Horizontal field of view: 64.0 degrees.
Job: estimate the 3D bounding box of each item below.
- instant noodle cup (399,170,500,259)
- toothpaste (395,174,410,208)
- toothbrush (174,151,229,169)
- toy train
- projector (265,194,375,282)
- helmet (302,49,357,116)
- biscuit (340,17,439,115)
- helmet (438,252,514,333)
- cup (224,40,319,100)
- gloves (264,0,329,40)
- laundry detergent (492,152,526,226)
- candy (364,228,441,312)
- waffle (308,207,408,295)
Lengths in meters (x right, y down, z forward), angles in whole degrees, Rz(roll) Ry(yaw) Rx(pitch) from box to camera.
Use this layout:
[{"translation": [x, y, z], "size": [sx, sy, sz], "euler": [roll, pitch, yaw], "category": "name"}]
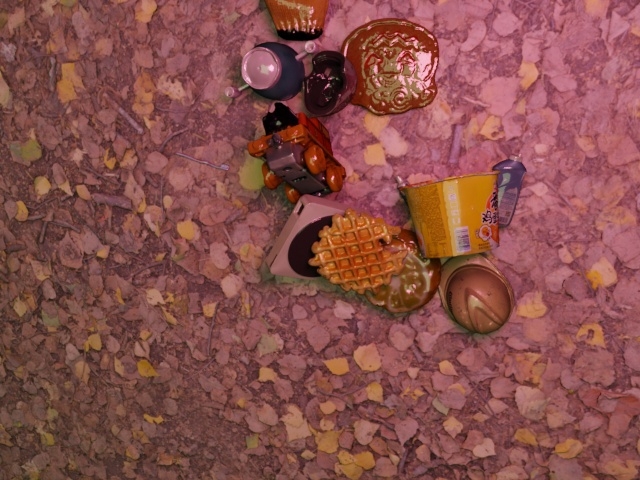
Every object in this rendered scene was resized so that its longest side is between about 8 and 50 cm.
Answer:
[{"translation": [0.358, -0.065, 1.355], "size": [0.264, 0.264, 0.200], "euler": [-10, 91, 17], "category": "instant noodle cup"}, {"translation": [0.276, -0.106, 1.502], "size": [0.057, 0.035, 0.197], "euler": [-28, 97, 35], "category": "toothpaste"}, {"translation": [-0.383, -0.257, 1.647], "size": [0.193, 0.013, 0.019], "euler": [16, 101, 10], "category": "toothbrush"}, {"translation": [-0.051, -0.238, 1.413], "size": [0.163, 0.369, 0.232], "euler": [-17, 72, 18], "category": "toy train"}, {"translation": [0.000, 0.000, 1.501], "size": [0.259, 0.079, 0.257], "euler": [12, 122, -34], "category": "projector"}, {"translation": [0.037, -0.425, 1.412], "size": [0.153, 0.107, 0.177], "euler": [37, 116, 36], "category": "helmet"}, {"translation": [0.190, -0.480, 1.424], "size": [0.273, 0.049, 0.257], "euler": [2, 105, 16], "category": "biscuit"}, {"translation": [0.446, 0.171, 1.471], "size": [0.204, 0.137, 0.257], "euler": [-34, 93, 20], "category": "helmet"}, {"translation": [-0.142, -0.478, 1.444], "size": [0.299, 0.173, 0.167], "euler": [-23, 98, 18], "category": "cup"}, {"translation": [-0.070, -0.723, 1.373], "size": [0.203, 0.155, 0.356], "euler": [5, 121, 21], "category": "gloves"}, {"translation": [0.508, -0.144, 1.415], "size": [0.096, 0.061, 0.206], "euler": [19, 107, 13], "category": "laundry detergent"}, {"translation": [0.228, 0.091, 1.520], "size": [0.259, 0.118, 0.260], "euler": [5, 106, 16], "category": "candy"}, {"translation": [0.108, 0.042, 1.432], "size": [0.261, 0.056, 0.250], "euler": [24, 115, -12], "category": "waffle"}]
